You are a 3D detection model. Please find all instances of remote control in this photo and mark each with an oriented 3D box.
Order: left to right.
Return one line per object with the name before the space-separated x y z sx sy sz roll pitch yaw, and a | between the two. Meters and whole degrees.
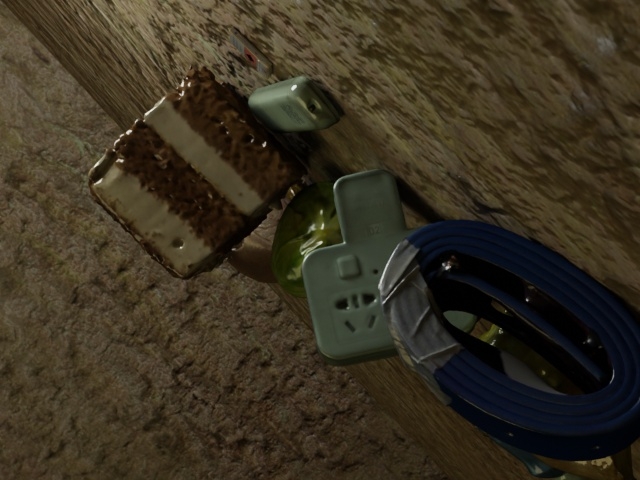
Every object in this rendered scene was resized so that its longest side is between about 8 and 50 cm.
remote control | -0.049 -0.202 1.441 0.090 0.038 0.309 47 171 -15

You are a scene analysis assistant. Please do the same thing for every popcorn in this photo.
popcorn | 0.252 0.164 1.253 0.173 0.195 0.168 54 167 -5

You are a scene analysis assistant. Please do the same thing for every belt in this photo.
belt | 0.231 0.121 1.123 0.347 0.212 0.117 35 168 27

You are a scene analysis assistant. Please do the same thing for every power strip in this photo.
power strip | 0.089 0.041 1.377 0.141 0.230 0.260 79 179 -73

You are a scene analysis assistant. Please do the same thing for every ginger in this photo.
ginger | 0.362 0.267 1.403 0.267 0.138 0.152 31 153 10

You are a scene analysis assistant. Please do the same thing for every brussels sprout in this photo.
brussels sprout | 0.000 0.000 1.584 0.161 0.223 0.223 41 170 -8

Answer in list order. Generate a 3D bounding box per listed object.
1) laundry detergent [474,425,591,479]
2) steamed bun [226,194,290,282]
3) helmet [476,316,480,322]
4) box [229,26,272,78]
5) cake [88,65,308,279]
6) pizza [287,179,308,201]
laundry detergent | 0.344 0.295 1.547 0.290 0.143 0.094 44 -176 -1
steamed bun | -0.150 -0.042 2.006 0.301 0.199 0.251 43 169 16
helmet | 0.231 0.099 1.455 0.111 0.057 0.089 141 127 -75
box | -0.106 -0.284 1.419 0.083 0.012 0.046 46 169 6
cake | -0.201 -0.106 1.607 0.282 0.290 0.256 43 -174 1
pizza | -0.001 -0.003 1.791 0.204 0.081 0.188 58 -176 41
